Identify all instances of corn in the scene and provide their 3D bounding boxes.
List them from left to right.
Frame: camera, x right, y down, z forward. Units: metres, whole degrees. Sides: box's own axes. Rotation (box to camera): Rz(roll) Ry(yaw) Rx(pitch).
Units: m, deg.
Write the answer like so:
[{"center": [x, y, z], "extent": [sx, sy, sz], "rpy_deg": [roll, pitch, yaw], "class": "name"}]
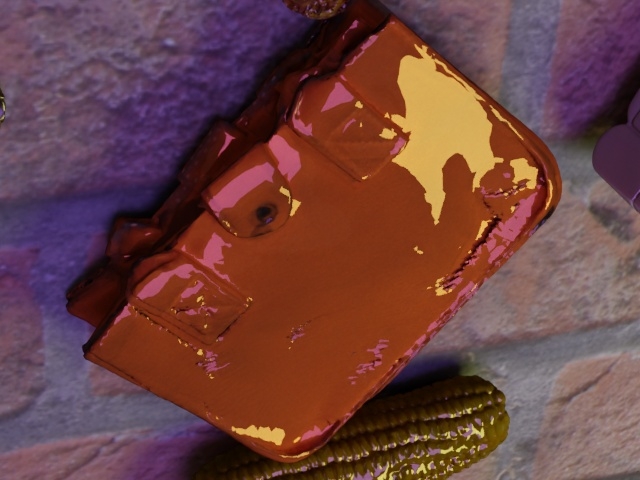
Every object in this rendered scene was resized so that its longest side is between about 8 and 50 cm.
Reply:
[{"center": [0.030, 0.236, 1.403], "extent": [0.363, 0.120, 0.120], "rpy_deg": [-19, 127, -11], "class": "corn"}]

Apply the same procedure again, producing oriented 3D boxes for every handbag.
[{"center": [0.000, 0.000, 1.231], "extent": [0.303, 0.116, 0.410], "rpy_deg": [34, 105, -36], "class": "handbag"}]

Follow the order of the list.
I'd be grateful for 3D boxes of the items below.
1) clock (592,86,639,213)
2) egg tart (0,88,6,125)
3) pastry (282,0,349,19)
[{"center": [0.475, -0.103, 1.314], "extent": [0.326, 0.184, 0.342], "rpy_deg": [22, 118, -36], "class": "clock"}, {"center": [-0.322, -0.097, 1.079], "extent": [0.130, 0.052, 0.130], "rpy_deg": [-9, 127, -12], "class": "egg tart"}, {"center": [0.031, -0.257, 1.092], "extent": [0.169, 0.087, 0.063], "rpy_deg": [-49, 159, 15], "class": "pastry"}]
